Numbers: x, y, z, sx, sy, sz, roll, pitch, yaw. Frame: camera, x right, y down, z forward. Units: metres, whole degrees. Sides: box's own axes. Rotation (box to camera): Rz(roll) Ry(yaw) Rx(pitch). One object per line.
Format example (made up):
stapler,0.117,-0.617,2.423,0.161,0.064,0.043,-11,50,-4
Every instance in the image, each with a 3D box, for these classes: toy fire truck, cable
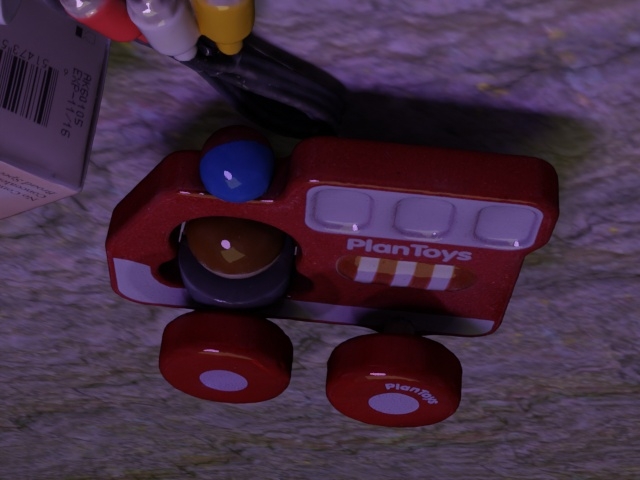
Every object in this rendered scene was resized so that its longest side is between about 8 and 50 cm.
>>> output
toy fire truck,0.000,0.000,1.072,0.302,0.169,0.254,8,150,0
cable,-0.077,-0.109,0.922,0.140,0.072,0.287,0,159,16

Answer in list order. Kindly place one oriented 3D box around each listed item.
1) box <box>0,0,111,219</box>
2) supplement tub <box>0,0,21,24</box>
box,-0.293,-0.078,1.017,0.148,0.121,0.311,23,155,-37
supplement tub,-0.234,-0.176,0.697,0.200,0.144,0.144,9,160,-5
